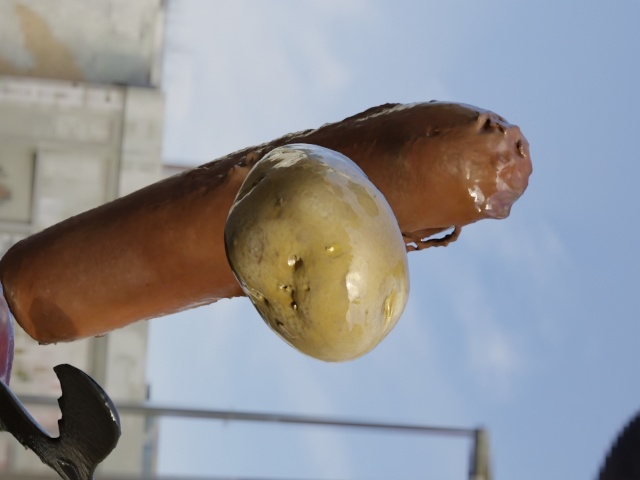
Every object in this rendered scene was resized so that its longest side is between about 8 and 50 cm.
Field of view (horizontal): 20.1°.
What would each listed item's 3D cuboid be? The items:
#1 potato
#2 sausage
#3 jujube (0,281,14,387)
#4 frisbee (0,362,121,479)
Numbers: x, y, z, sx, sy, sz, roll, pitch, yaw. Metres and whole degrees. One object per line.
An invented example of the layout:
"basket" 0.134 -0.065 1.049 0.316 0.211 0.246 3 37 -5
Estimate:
"potato" 0.000 0.000 0.586 0.083 0.062 0.068 -73 167 -58
"sausage" -0.032 -0.011 0.971 0.079 0.327 0.087 60 30 -23
"jujube" -0.298 0.098 1.221 0.183 0.183 0.243 -115 -138 -64
"frisbee" -0.134 0.146 1.048 0.211 0.012 0.187 0 -62 60
